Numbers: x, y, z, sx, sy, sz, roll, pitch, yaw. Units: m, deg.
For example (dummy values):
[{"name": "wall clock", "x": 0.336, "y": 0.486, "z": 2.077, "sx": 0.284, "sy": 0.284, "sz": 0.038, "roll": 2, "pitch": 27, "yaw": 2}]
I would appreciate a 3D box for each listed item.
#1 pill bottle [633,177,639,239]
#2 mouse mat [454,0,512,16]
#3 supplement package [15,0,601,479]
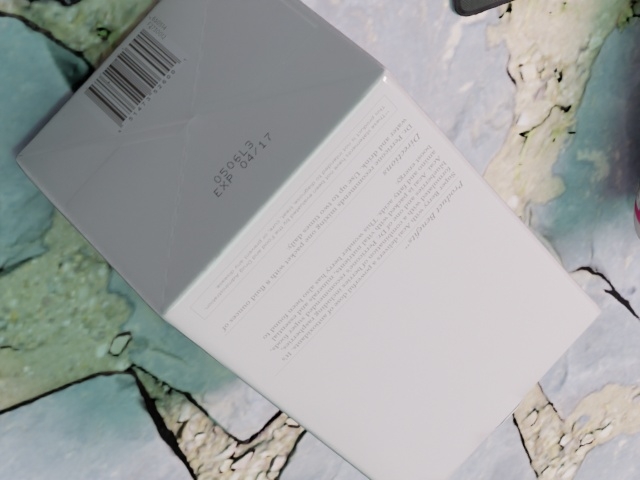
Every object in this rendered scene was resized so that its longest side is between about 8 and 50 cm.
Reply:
[{"name": "pill bottle", "x": 0.316, "y": -0.113, "z": 1.327, "sx": 0.160, "sy": 0.160, "sz": 0.283, "roll": -16, "pitch": 130, "yaw": -30}, {"name": "mouse mat", "x": 0.146, "y": -0.238, "z": 1.212, "sx": 0.153, "sy": 0.007, "sz": 0.189, "roll": -23, "pitch": 132, "yaw": -24}, {"name": "supplement package", "x": 0.000, "y": 0.000, "z": 1.149, "sx": 0.177, "sy": 0.175, "sz": 0.293, "roll": -47, "pitch": 138, "yaw": -1}]
